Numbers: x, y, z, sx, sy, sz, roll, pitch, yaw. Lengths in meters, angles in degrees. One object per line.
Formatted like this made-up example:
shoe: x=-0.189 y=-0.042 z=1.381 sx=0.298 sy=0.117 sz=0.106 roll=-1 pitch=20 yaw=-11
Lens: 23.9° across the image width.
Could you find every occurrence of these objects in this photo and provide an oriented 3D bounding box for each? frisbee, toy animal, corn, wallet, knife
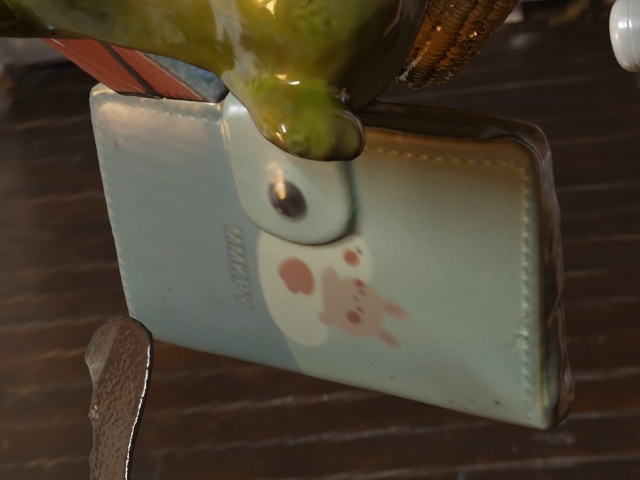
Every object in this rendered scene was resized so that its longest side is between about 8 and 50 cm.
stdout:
frisbee: x=-0.117 y=0.159 z=0.779 sx=0.012 sy=0.187 sz=0.211 roll=14 pitch=45 yaw=-43
toy animal: x=-0.032 y=-0.208 z=0.456 sx=0.181 sy=0.363 sz=0.180 roll=17 pitch=33 yaw=21
corn: x=0.083 y=-0.156 z=0.955 sx=0.080 sy=0.080 sz=0.238 roll=-18 pitch=-7 yaw=-16
wallet: x=0.000 y=0.000 z=1.055 sx=0.360 sy=0.252 sz=0.083 roll=10 pitch=37 yaw=28
knife: x=0.343 y=-0.201 z=1.496 sx=0.044 sy=0.080 sz=0.331 roll=-7 pitch=0 yaw=25

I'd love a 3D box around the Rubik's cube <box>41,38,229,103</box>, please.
Rubik's cube: x=-0.102 y=-0.210 z=0.778 sx=0.205 sy=0.205 sz=0.207 roll=-56 pitch=20 yaw=-6
